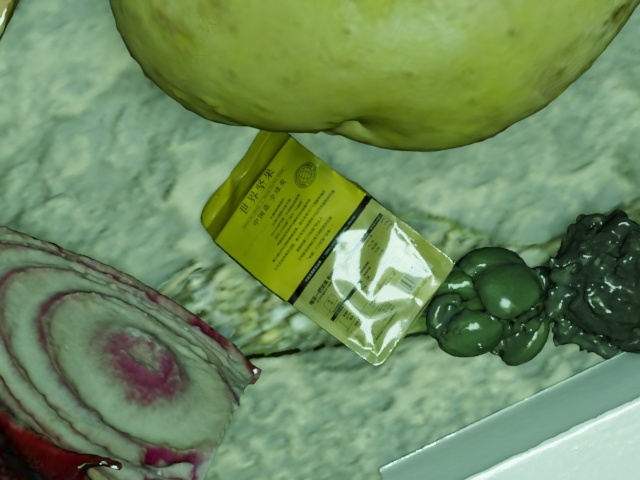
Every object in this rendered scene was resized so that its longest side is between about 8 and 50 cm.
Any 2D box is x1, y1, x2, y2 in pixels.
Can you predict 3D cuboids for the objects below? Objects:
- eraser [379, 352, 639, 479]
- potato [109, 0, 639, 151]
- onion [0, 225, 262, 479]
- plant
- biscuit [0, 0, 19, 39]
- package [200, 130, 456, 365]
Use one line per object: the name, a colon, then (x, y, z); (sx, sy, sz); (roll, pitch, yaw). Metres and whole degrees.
eraser: (0.182, 0.100, 0.792); (0.298, 0.076, 0.078); (-26, 100, 1)
potato: (0.020, -0.147, 0.679); (0.285, 0.242, 0.243); (13, 99, -13)
onion: (-0.166, 0.117, 0.714); (0.207, 0.216, 0.206); (33, 108, 4)
plant: (0.131, 0.024, 0.776); (0.174, 0.085, 0.087); (-13, 121, 8)
biscuit: (-0.266, -0.177, 0.729); (0.269, 0.051, 0.376); (29, 96, -5)
package: (0.000, 0.000, 0.758); (0.131, 0.047, 0.071); (39, 95, 10)
